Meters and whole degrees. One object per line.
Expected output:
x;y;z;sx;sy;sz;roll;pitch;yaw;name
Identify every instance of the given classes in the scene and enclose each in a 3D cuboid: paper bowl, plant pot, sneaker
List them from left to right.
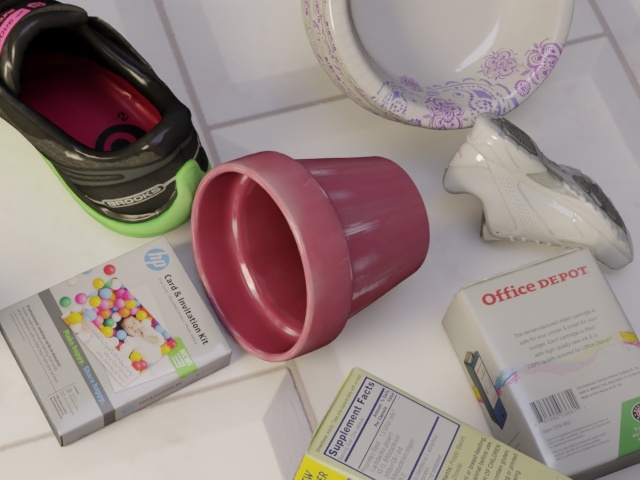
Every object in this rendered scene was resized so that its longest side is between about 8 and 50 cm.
-0.307;-0.198;1.373;0.483;0.202;0.185;31;63;7;sneaker
0.000;0.000;1.336;0.180;0.201;0.201;-18;66;-34;plant pot
0.117;-0.265;1.459;0.284;0.148;0.284;-4;101;-19;paper bowl
0.227;-0.033;1.442;0.232;0.115;0.090;36;24;-11;sneaker

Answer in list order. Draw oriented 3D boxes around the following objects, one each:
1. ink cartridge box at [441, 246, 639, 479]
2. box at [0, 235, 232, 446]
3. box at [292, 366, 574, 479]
0.236;0.131;1.348;0.154;0.093;0.212;-17;68;-17;ink cartridge box
-0.202;0.096;1.333;0.186;0.038;0.145;-24;69;-20;box
0.084;0.265;1.175;0.243;0.213;0.117;28;41;6;box
